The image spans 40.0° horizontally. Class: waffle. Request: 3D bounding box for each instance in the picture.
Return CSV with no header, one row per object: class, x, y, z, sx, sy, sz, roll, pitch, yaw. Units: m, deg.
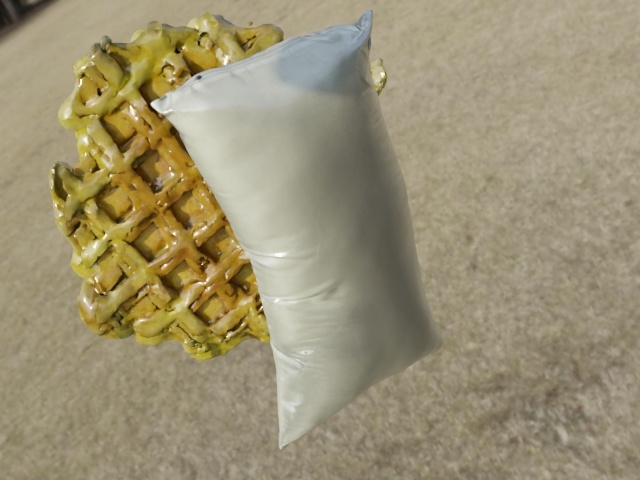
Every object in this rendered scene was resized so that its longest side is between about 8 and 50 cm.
waffle,-0.065,-0.032,0.625,0.245,0.254,0.052,-1,17,-17

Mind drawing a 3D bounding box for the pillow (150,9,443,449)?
pillow,-0.001,0.001,0.537,0.144,0.254,0.078,-35,35,-30
